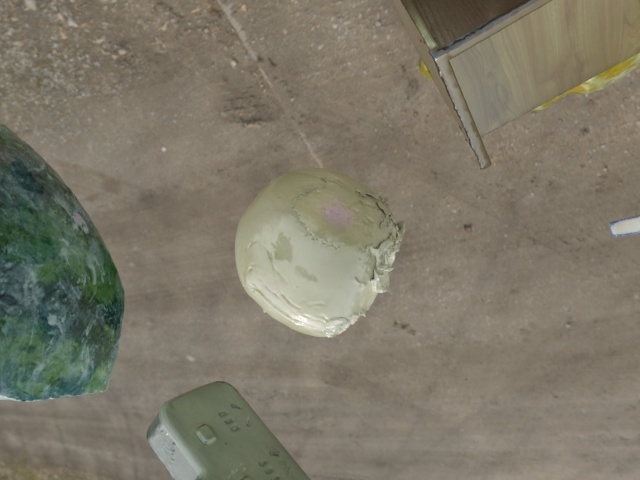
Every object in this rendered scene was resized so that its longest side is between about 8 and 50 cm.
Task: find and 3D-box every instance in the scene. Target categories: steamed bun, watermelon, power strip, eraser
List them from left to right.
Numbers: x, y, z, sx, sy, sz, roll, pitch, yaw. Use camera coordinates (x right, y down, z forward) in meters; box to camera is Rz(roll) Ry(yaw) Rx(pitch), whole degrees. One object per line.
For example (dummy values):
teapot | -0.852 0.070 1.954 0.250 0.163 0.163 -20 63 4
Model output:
watermelon | -0.387 0.035 0.573 0.258 0.228 0.387 -28 97 24
power strip | -0.093 0.281 0.592 0.265 0.194 0.059 44 112 19
steamed bun | 0.000 0.000 1.093 0.312 0.333 0.233 29 141 -15
eraser | 0.516 -0.029 0.872 0.063 0.085 0.027 156 100 -67

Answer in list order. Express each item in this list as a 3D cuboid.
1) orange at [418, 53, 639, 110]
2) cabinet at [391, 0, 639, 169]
orange | 0.309 -0.290 0.734 0.369 0.271 0.210 -10 122 49
cabinet | 0.149 -0.203 0.425 0.175 0.215 0.148 -27 145 15
